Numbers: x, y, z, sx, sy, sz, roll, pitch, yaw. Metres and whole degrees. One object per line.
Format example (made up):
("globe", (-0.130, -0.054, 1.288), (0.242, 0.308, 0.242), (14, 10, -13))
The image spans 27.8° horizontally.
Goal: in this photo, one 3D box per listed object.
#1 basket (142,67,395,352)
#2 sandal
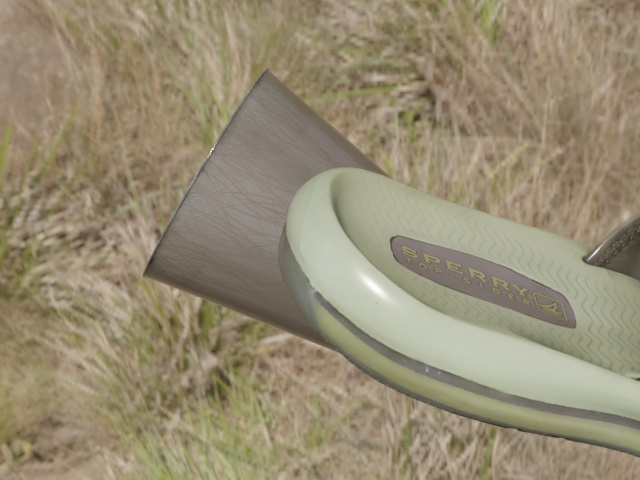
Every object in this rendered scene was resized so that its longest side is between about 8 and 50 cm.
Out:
("basket", (0.000, 0.000, 1.086), (0.226, 0.154, 0.204), (30, 94, -2))
("sandal", (0.136, 0.024, 0.437), (0.302, 0.086, 0.120), (15, 25, -21))
